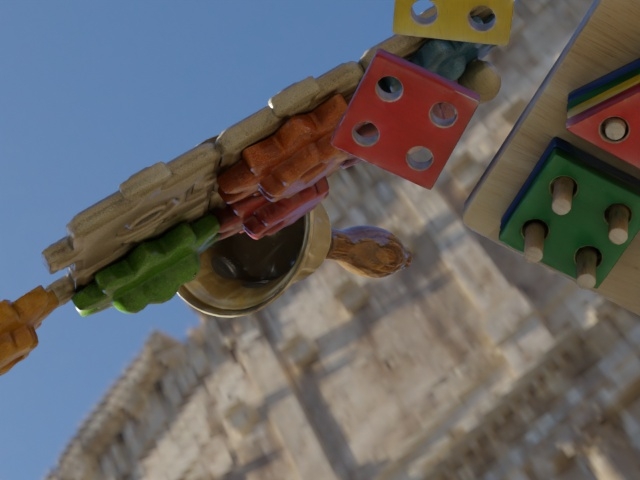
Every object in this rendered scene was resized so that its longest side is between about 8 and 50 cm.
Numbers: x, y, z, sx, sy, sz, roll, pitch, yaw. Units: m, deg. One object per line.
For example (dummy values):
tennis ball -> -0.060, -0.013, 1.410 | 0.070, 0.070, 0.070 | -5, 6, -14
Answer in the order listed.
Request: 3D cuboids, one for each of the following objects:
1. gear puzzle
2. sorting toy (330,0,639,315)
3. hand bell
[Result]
gear puzzle -> -0.053, -0.009, 0.919 | 0.339, 0.175, 0.044 | -30, -98, -13
sorting toy -> 0.134, -0.025, 0.733 | 0.275, 0.046, 0.132 | 27, -60, -7
hand bell -> 0.000, 0.000, 1.359 | 0.126, 0.126, 0.242 | -53, -27, 15
